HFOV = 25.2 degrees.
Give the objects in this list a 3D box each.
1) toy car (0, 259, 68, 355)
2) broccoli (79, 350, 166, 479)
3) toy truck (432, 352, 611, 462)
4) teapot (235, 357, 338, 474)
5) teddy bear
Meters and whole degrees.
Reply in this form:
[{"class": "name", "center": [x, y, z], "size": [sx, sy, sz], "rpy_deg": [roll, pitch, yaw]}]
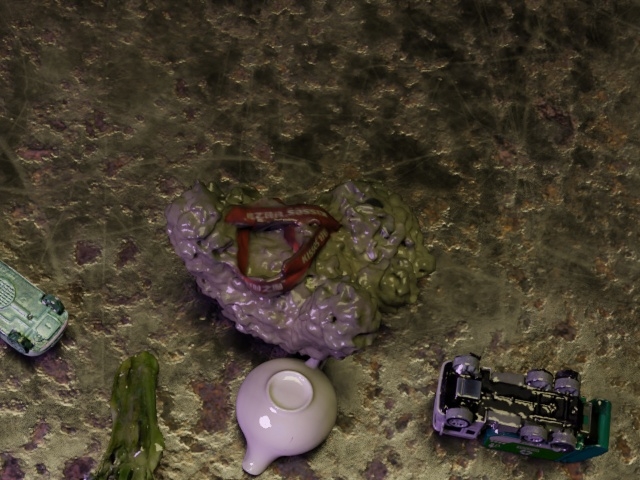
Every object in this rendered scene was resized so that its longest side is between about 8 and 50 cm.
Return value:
[{"class": "toy car", "center": [-0.469, 0.084, 2.070], "size": [0.224, 0.076, 0.090], "rpy_deg": [36, 62, 4]}, {"class": "broccoli", "center": [-0.263, 0.283, 1.965], "size": [0.165, 0.145, 0.304], "rpy_deg": [8, 48, -7]}, {"class": "toy truck", "center": [0.287, 0.247, 2.045], "size": [0.253, 0.124, 0.114], "rpy_deg": [10, 60, 1]}, {"class": "teapot", "center": [-0.041, 0.226, 2.039], "size": [0.145, 0.092, 0.226], "rpy_deg": [33, 59, 10]}, {"class": "teddy bear", "center": [0.000, 0.000, 2.095], "size": [0.357, 0.224, 0.367], "rpy_deg": [31, 52, 19]}]
